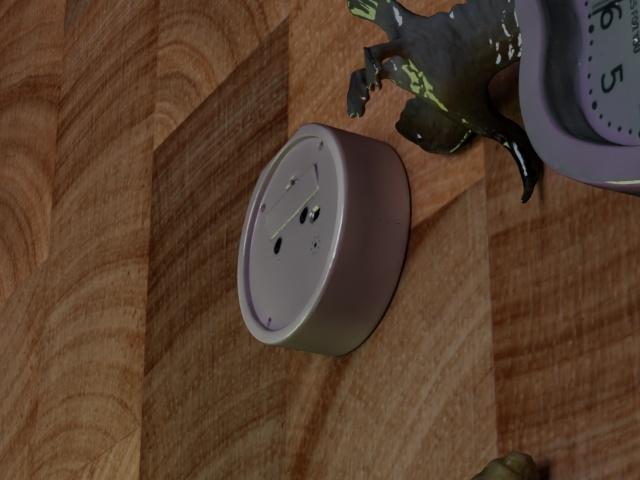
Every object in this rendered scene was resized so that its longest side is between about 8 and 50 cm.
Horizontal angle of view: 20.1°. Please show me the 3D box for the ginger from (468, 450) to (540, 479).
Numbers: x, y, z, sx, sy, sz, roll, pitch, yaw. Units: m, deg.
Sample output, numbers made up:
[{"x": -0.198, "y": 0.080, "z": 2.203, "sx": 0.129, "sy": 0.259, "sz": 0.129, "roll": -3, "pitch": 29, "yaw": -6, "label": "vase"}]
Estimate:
[{"x": 0.086, "y": 0.241, "z": 1.280, "sx": 0.137, "sy": 0.074, "sz": 0.213, "roll": 18, "pitch": 98, "yaw": 47, "label": "ginger"}]

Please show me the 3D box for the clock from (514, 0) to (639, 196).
[{"x": 0.254, "y": -0.179, "z": 1.112, "sx": 0.338, "sy": 0.102, "sz": 0.338, "roll": -36, "pitch": 47, "yaw": 52, "label": "clock"}]

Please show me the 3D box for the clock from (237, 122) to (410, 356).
[{"x": 0.000, "y": 0.000, "z": 1.571, "sx": 0.197, "sy": 0.068, "sz": 0.197, "roll": -38, "pitch": 45, "yaw": 52, "label": "clock"}]

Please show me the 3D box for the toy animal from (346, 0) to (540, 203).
[{"x": 0.097, "y": -0.111, "z": 1.367, "sx": 0.272, "sy": 0.160, "sz": 0.197, "roll": 127, "pitch": 144, "yaw": -52, "label": "toy animal"}]
